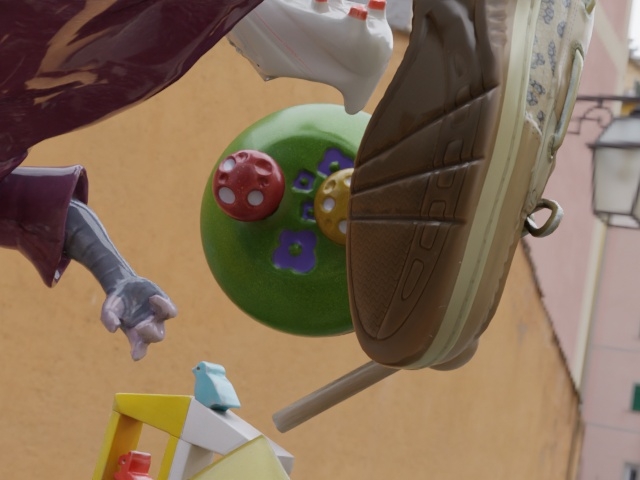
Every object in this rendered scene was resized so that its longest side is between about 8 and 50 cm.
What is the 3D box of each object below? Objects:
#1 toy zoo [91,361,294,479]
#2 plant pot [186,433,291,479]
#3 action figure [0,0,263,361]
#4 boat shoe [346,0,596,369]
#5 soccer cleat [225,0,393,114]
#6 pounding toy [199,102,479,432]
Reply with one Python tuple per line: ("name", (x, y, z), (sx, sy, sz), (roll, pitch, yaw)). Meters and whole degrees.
("toy zoo", (-0.120, 0.237, 0.740), (0.192, 0.293, 0.030), (9, -9, 43))
("plant pot", (-0.062, 0.270, 0.506), (0.187, 0.212, 0.212), (-19, 29, -14))
("action figure", (-0.195, -0.068, 0.447), (0.370, 0.276, 0.248), (-36, -24, 31))
("boat shoe", (0.089, -0.071, 0.468), (0.089, 0.285, 0.104), (22, -13, -30))
("soccer cleat", (-0.044, -0.147, 0.630), (0.196, 0.076, 0.068), (29, 34, 20))
("pounding toy", (0.000, 0.000, 0.694), (0.183, 0.237, 0.110), (-22, -13, 4))
